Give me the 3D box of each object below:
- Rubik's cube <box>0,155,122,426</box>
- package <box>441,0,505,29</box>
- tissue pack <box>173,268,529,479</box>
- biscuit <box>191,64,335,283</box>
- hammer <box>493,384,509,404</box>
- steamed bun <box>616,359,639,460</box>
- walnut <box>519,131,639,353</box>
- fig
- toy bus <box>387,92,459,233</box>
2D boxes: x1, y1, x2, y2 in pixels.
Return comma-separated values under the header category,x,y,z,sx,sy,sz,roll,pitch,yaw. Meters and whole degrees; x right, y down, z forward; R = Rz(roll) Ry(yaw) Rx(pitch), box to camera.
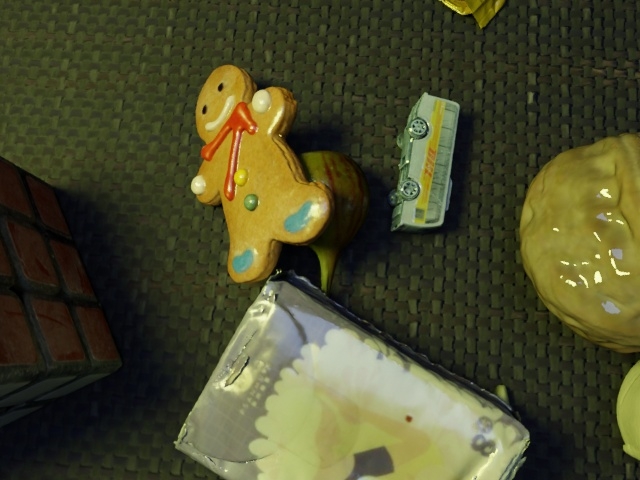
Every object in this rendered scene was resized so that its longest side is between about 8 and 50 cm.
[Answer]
category,x,y,z,sx,sy,sz,roll,pitch,yaw
Rubik's cube,-0.465,0.080,0.636,0.301,0.303,0.305,-26,77,-3
package,0.209,-0.380,0.822,0.131,0.047,0.071,41,80,11
tissue pack,0.036,0.222,0.660,0.344,0.125,0.242,31,93,7
biscuit,-0.103,-0.106,0.725,0.205,0.049,0.324,-39,56,33
hammer,0.146,0.214,0.721,0.195,0.028,0.060,1,74,4
steamed bun,0.486,0.197,0.642,0.242,0.146,0.164,11,82,10
walnut,0.373,-0.005,0.648,0.227,0.273,0.273,19,78,-31
fig,0.000,0.000,0.731,0.124,0.124,0.236,4,90,3
toy bus,0.142,-0.102,0.766,0.075,0.064,0.190,10,79,-8
